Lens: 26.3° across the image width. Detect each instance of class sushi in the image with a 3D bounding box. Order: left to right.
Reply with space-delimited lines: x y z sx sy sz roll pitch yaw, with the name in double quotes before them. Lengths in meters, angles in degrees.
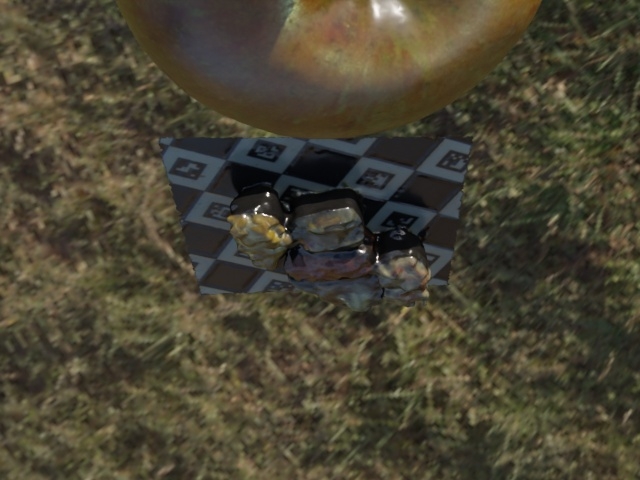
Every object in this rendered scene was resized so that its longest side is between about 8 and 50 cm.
"sushi" 0.000 0.000 1.373 0.294 0.059 0.292 -2 147 1

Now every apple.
"apple" 0.001 -0.170 0.683 0.237 0.207 0.236 -6 123 -9
